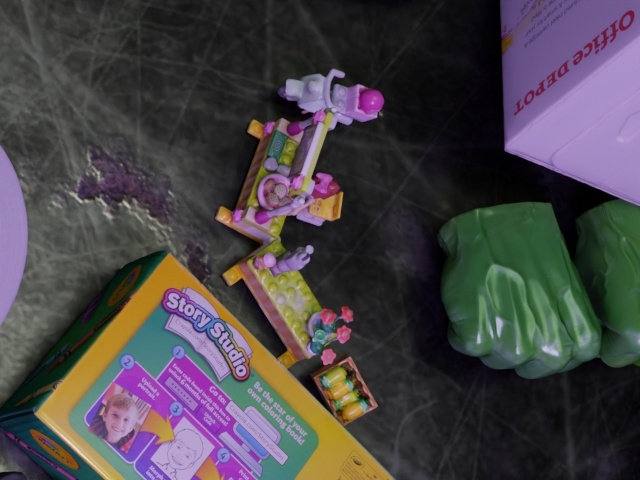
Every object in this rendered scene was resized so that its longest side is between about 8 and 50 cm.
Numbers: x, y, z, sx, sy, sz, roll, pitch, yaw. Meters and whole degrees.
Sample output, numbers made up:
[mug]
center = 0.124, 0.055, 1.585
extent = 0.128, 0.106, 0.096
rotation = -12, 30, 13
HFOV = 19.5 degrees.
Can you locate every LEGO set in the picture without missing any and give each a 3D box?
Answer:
[LEGO set]
center = 0.000, 0.000, 1.465
extent = 0.132, 0.107, 0.287
rotation = 5, 77, -30

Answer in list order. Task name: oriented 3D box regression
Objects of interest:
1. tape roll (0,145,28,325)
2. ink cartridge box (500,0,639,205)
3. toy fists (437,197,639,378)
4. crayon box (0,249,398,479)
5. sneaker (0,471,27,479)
[tape roll]
center = -0.311, -0.002, 1.254
extent = 0.219, 0.072, 0.219
rotation = -9, 107, -31
[ink cartridge box]
center = 0.285, -0.197, 1.586
extent = 0.197, 0.198, 0.270
rotation = 21, 53, -25
[toy fists]
center = 0.223, 0.047, 1.598
extent = 0.279, 0.096, 0.142
rotation = -3, 65, -32
[crayon box]
center = -0.083, 0.163, 1.394
extent = 0.278, 0.081, 0.165
rotation = 46, 60, -14
[sneaker]
center = -0.173, 0.223, 1.337
extent = 0.178, 0.072, 0.077
rotation = 37, 52, -26
